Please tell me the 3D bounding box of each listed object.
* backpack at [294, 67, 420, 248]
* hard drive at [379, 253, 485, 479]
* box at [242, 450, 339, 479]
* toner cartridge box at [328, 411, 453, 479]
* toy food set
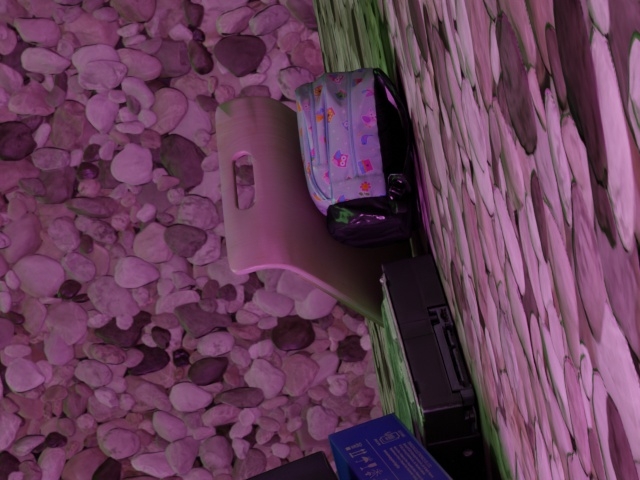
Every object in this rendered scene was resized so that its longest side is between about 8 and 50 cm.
[{"bbox_3d":[0.038,-0.091,1.776,0.152,0.115,0.182,74,-173,-78],"label":"backpack"},{"bbox_3d":[0.123,0.216,1.777,0.237,0.064,0.339,-103,4,-51],"label":"hard drive"},{"bbox_3d":[-0.028,0.355,1.600,0.143,0.165,0.270,-121,15,-45],"label":"box"},{"bbox_3d":[0.103,0.294,1.529,0.348,0.075,0.165,-136,28,-68],"label":"toner cartridge box"},{"bbox_3d":[0.000,0.000,1.872,0.306,0.092,0.220,32,-140,-43],"label":"toy food set"}]
